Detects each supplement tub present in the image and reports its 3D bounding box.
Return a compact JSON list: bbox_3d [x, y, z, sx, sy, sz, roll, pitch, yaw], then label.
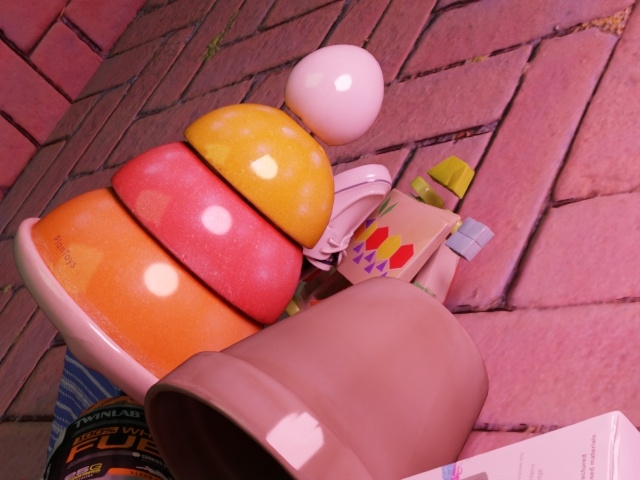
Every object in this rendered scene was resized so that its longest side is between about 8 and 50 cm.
[{"bbox_3d":[-0.245,0.325,1.467,0.193,0.193,0.316,-42,19,8],"label":"supplement tub"}]

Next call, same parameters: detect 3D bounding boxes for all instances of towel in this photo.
[{"bbox_3d":[-0.348,0.291,1.735,0.243,0.040,0.336,23,104,60],"label":"towel"}]

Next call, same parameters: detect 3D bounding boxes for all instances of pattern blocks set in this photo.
[{"bbox_3d":[0.089,0.006,1.554,0.285,0.026,0.325,-43,26,6],"label":"pattern blocks set"}]

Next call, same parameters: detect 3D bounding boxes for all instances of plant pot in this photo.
[{"bbox_3d":[0.024,0.194,1.285,0.280,0.323,0.323,-40,22,-27],"label":"plant pot"}]

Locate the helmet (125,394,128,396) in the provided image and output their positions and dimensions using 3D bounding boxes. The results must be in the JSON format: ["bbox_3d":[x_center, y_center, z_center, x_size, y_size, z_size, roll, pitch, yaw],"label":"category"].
[{"bbox_3d":[-0.197,0.204,1.690,0.161,0.169,0.169,-46,23,32],"label":"helmet"}]

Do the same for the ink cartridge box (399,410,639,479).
[{"bbox_3d":[0.167,0.288,0.991,0.306,0.226,0.131,-27,31,33],"label":"ink cartridge box"}]

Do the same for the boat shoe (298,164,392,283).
[{"bbox_3d":[0.000,0.000,1.580,0.258,0.095,0.084,-39,58,29],"label":"boat shoe"}]

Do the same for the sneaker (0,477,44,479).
[{"bbox_3d":[-0.410,0.451,1.614,0.116,0.136,0.314,-59,30,33],"label":"sneaker"}]

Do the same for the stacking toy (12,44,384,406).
[{"bbox_3d":[-0.096,-0.041,1.458,0.480,0.350,0.350,-45,27,4],"label":"stacking toy"}]

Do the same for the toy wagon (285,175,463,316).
[{"bbox_3d":[0.066,0.029,1.664,0.267,0.068,0.344,-42,26,7],"label":"toy wagon"}]
